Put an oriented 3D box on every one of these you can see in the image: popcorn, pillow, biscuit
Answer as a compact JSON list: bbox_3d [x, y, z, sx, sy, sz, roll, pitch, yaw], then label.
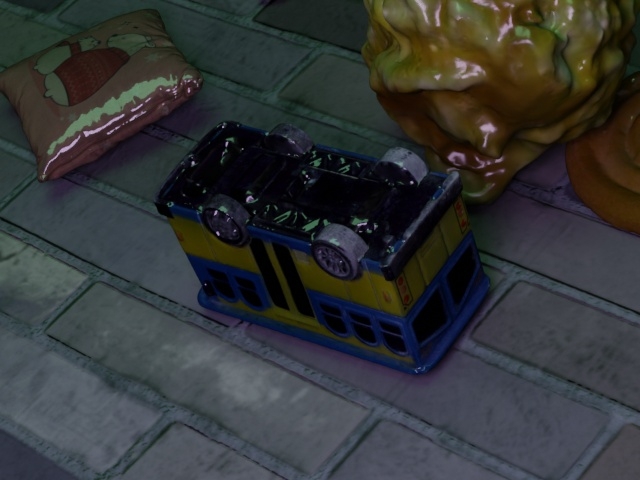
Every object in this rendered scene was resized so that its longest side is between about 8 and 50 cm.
[{"bbox_3d":[0.173,-0.216,1.687,0.279,0.335,0.274,-26,68,3],"label":"popcorn"},{"bbox_3d":[-0.261,-0.179,1.995,0.223,0.084,0.236,-26,38,-5],"label":"pillow"},{"bbox_3d":[0.369,-0.101,1.698,0.262,0.037,0.262,-11,43,11],"label":"biscuit"}]

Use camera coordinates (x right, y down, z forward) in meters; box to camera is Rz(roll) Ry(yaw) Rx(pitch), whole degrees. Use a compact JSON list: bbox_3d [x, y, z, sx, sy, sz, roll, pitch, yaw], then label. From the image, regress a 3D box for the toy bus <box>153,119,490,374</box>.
[{"bbox_3d":[0.000,0.000,1.630,0.288,0.175,0.138,15,53,34],"label":"toy bus"}]
